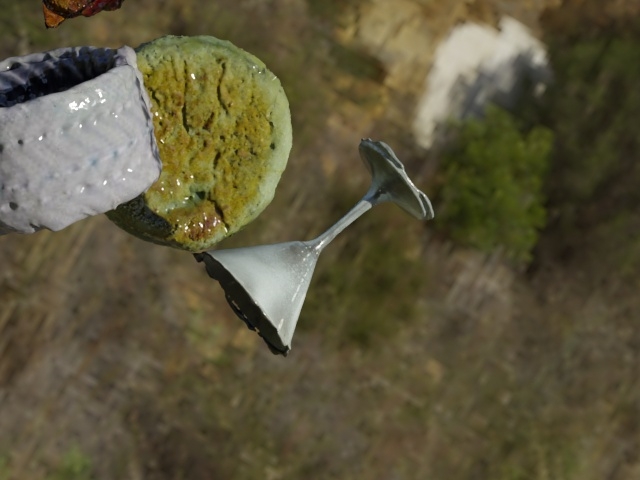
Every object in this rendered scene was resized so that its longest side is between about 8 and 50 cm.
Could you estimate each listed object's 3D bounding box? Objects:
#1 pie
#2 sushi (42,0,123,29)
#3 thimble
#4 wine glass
[{"bbox_3d":[-0.170,-0.124,2.328,0.277,0.277,0.078,29,8,-11],"label":"pie"},{"bbox_3d":[-0.196,-0.216,1.640,0.047,0.099,0.050,59,6,1],"label":"sushi"},{"bbox_3d":[-0.305,-0.111,2.104,0.217,0.245,0.157,-108,-177,-66],"label":"thimble"},{"bbox_3d":[0.000,0.000,2.066,0.156,0.232,0.156,47,-12,13],"label":"wine glass"}]
